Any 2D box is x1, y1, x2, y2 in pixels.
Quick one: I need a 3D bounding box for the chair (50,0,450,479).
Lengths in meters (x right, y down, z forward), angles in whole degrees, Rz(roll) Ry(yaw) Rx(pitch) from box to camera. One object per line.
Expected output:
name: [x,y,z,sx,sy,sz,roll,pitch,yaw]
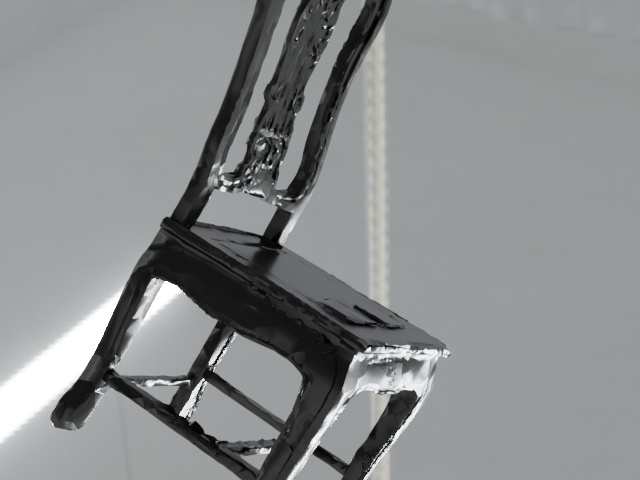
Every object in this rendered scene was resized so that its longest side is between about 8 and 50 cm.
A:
chair: [0.000,0.000,0.598,0.113,0.229,0.106,31,-173,22]
